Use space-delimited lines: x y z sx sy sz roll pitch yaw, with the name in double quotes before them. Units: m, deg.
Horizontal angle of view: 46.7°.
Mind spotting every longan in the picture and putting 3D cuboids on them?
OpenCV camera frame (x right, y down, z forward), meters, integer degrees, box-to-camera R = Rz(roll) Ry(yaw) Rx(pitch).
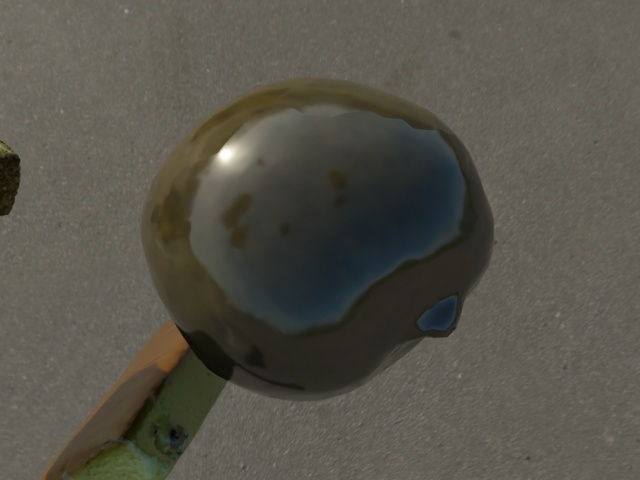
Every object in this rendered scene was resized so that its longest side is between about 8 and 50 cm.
"longan" 0.001 -0.004 0.646 0.298 0.297 0.297 3 66 -7

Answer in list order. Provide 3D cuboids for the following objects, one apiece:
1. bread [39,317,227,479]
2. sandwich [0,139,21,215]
"bread" -0.163 0.155 0.788 0.138 0.361 0.077 -36 100 20
"sandwich" -0.375 -0.078 0.587 0.215 0.065 0.186 27 22 22
